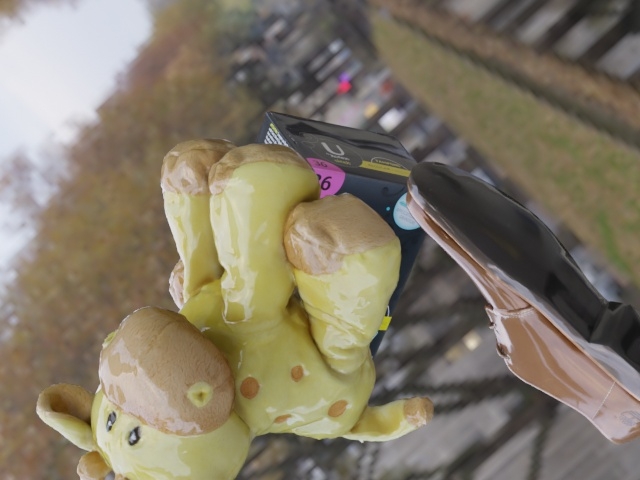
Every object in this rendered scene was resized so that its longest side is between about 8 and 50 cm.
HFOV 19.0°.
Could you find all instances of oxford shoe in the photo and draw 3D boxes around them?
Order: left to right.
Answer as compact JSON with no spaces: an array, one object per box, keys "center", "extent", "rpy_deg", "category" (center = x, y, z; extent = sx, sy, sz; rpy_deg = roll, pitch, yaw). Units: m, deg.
[{"center":[0.121,0.041,1.140],"extent":[0.212,0.076,0.076],"rpy_deg":[45,-144,6],"category":"oxford shoe"}]

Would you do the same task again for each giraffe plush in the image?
[{"center":[-0.060,0.069,1.049],"extent":[0.181,0.170,0.210],"rpy_deg":[13,128,50],"category":"giraffe plush"}]

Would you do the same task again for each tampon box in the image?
[{"center":[0.000,0.000,1.487],"extent":[0.120,0.161,0.101],"rpy_deg":[9,-155,-27],"category":"tampon box"}]
